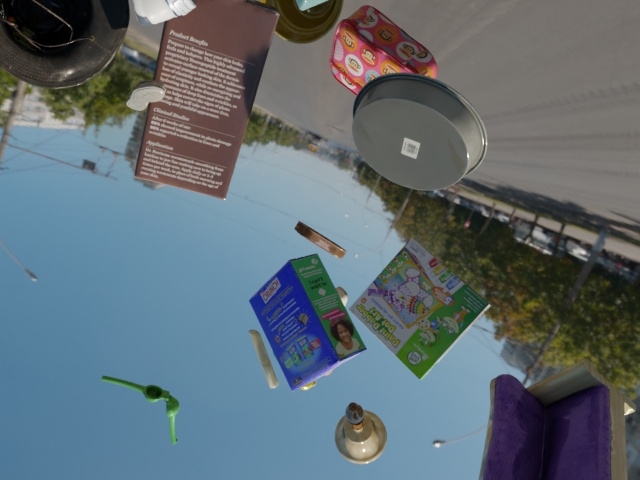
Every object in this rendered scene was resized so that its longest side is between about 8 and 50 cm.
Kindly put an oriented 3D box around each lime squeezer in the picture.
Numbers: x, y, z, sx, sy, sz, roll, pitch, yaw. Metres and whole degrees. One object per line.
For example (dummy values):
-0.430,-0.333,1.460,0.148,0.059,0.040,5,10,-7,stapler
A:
-0.471,0.456,1.488,0.310,0.110,0.059,54,-154,-26,lime squeezer

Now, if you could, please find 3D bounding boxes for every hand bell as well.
0.083,0.404,1.160,0.126,0.126,0.242,28,155,23,hand bell

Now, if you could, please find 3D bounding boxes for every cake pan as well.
0.190,-0.208,1.081,0.293,0.054,0.293,23,152,13,cake pan

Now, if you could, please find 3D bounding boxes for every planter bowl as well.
-0.032,-0.587,1.252,0.217,0.217,0.090,26,-149,11,planter bowl

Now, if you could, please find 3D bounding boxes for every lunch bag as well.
0.162,-0.466,1.450,0.293,0.120,0.258,42,157,10,lunch bag

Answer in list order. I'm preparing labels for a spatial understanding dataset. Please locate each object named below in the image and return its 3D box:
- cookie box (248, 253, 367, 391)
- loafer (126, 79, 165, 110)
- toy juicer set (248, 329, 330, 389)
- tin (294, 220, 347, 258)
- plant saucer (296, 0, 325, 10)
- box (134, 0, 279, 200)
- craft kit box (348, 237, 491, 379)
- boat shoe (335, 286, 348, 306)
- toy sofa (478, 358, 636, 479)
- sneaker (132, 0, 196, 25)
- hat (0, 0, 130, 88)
-0.016,0.082,0.525,0.040,0.092,0.107,-13,-111,-42,cookie box
-0.308,-0.265,0.924,0.045,0.039,0.125,19,164,-37,loafer
-0.087,0.356,1.614,0.329,0.209,0.089,-1,178,-38,toy juicer set
0.000,0.000,1.678,0.189,0.040,0.106,32,179,-19,tin
0.048,-0.360,0.665,0.067,0.192,0.018,66,174,-7,plant saucer
-0.229,-0.292,1.031,0.191,0.381,0.143,14,-154,-16,box
0.238,0.164,1.292,0.250,0.247,0.061,43,-170,22,craft kit box
0.022,0.199,1.398,0.059,0.170,0.063,-18,-138,-40,boat shoe
0.342,0.342,0.763,0.177,0.150,0.362,39,-138,-3,toy sofa
-0.260,-0.422,0.718,0.094,0.091,0.258,15,-126,-82,sneaker
-0.563,-0.497,1.095,0.331,0.331,0.134,17,-149,-31,hat
